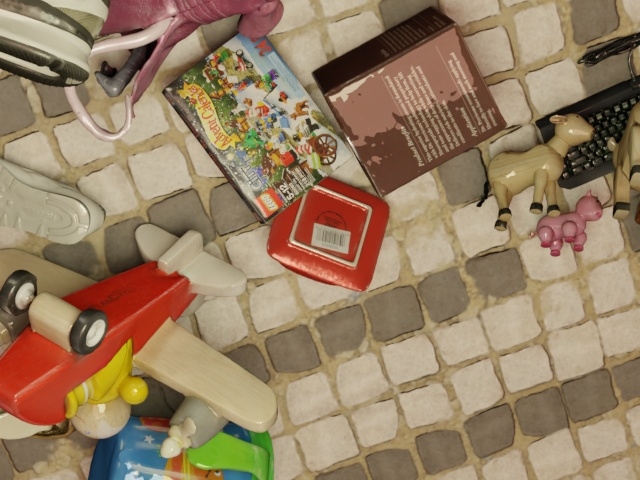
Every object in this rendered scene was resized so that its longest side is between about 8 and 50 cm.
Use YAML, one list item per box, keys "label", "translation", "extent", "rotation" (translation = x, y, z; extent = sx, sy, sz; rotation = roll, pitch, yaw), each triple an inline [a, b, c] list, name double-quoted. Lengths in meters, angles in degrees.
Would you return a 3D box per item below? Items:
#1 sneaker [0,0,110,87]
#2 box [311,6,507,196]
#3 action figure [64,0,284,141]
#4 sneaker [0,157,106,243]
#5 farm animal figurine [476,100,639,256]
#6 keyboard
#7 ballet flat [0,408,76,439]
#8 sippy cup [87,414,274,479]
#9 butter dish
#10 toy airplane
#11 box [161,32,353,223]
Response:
- label: "sneaker"
  translation: [-0.458, -0.378, 1.612]
  extent: [0.447, 0.169, 0.258]
  rotation: [20, 78, -15]
- label: "box"
  translation: [0.120, -0.196, 1.849]
  extent: [0.203, 0.167, 0.168]
  rotation: [-28, 109, 3]
- label: "action figure"
  translation: [-0.167, -0.331, 1.710]
  extent: [0.370, 0.276, 0.248]
  rotation: [-16, 127, 25]
- label: "sneaker"
  translation: [-0.417, -0.064, 1.875]
  extent: [0.235, 0.095, 0.090]
  rotation: [26, 109, 6]
- label: "farm animal figurine"
  translation: [0.427, -0.107, 1.883]
  extent: [0.330, 0.327, 0.172]
  rotation: [13, 62, -15]
- label: "keyboard"
  translation: [0.469, -0.217, 1.959]
  extent: [0.317, 0.033, 0.202]
  rotation: [-24, 109, 0]
- label: "ballet flat"
  translation: [-0.508, 0.243, 1.937]
  extent: [0.342, 0.124, 0.116]
  rotation: [8, 106, -9]
- label: "sippy cup"
  translation: [-0.214, 0.355, 1.936]
  extent: [0.224, 0.240, 0.305]
  rotation: [15, 112, -20]
- label: "butter dish"
  translation: [0.000, 0.000, 1.932]
  extent: [0.160, 0.118, 0.160]
  rotation: [21, 61, -9]
- label: "toy airplane"
  translation: [-0.276, 0.140, 1.826]
  extent: [0.384, 0.386, 0.272]
  rotation: [5, 117, -18]
- label: "box"
  translation: [-0.087, -0.162, 1.853]
  extent: [0.159, 0.044, 0.233]
  rotation: [-38, 97, -11]
